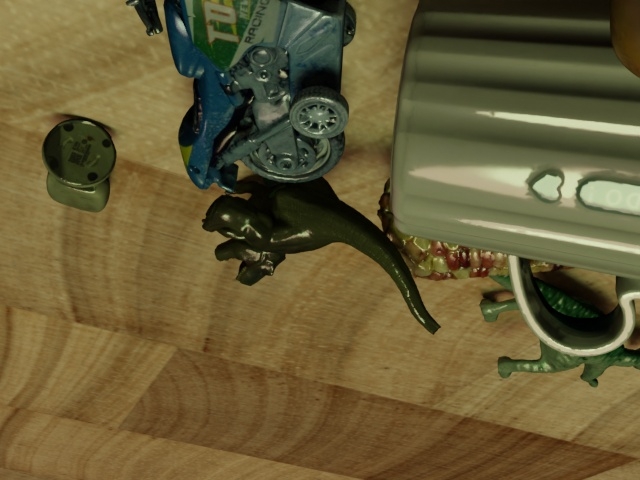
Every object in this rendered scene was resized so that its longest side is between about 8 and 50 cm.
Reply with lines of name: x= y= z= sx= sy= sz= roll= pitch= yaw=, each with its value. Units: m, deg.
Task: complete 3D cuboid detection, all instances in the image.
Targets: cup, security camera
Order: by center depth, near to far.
cup: x=0.146 y=-0.037 z=0.488 sx=0.202 sy=0.220 sz=0.167 roll=8 pitch=-177 yaw=11
security camera: x=-0.192 y=-0.053 z=0.680 sx=0.058 sy=0.058 sz=0.092 roll=15 pitch=159 yaw=-15

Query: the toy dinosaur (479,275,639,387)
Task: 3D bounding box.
toy dinosaur: x=0.184 y=0.076 z=0.804 sx=0.383 sy=0.076 sz=0.129 roll=23 pitch=138 yaw=-33

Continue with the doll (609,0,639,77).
doll: x=0.081 y=-0.164 z=0.281 sx=0.340 sy=0.209 sz=0.317 roll=3 pitch=133 yaw=8

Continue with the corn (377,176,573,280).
corn: x=0.185 y=-0.026 z=0.612 sx=0.290 sy=0.098 sz=0.098 roll=-7 pitch=146 yaw=14

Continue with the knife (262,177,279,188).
knife: x=-0.021 y=-0.028 z=0.725 sx=0.014 sy=0.005 sz=0.091 roll=-16 pitch=142 yaw=28

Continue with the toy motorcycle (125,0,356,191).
toy motorcycle: x=-0.048 y=-0.115 z=0.507 sx=0.136 sy=0.092 sz=0.254 roll=4 pitch=145 yaw=2

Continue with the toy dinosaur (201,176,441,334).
toy dinosaur: x=0.000 y=0.000 z=0.668 sx=0.179 sy=0.087 sz=0.187 roll=29 pitch=165 yaw=-10
